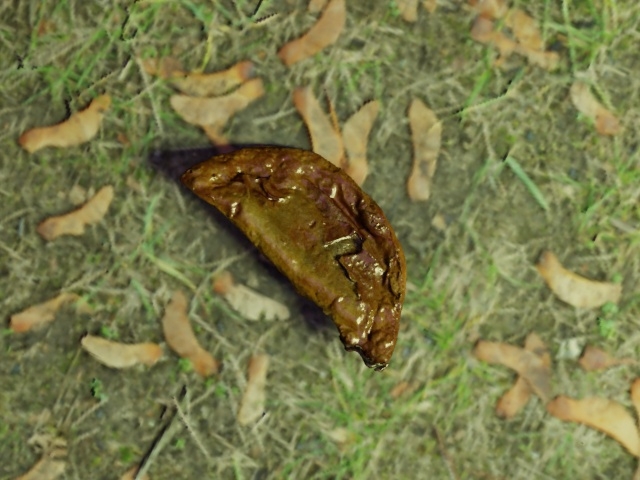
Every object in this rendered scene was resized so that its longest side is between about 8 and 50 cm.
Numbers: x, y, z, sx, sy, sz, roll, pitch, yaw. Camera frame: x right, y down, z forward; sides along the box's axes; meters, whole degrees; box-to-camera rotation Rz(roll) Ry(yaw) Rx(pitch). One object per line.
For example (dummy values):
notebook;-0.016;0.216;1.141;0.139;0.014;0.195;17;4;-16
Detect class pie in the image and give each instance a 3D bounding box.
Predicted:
pie;0.000;-0.003;0.954;0.088;0.033;0.191;-43;82;-11
